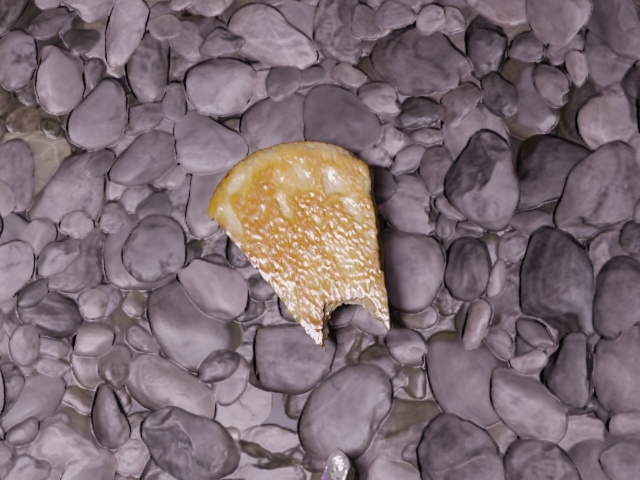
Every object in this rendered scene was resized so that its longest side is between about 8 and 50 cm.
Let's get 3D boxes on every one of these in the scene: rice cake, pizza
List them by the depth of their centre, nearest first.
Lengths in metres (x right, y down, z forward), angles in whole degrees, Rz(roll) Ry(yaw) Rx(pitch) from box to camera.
[{"bbox_3d":[-0.002,0.315,1.541,0.036,0.047,0.207,15,79,0],"label":"rice cake"},{"bbox_3d":[0.000,0.000,1.636,0.181,0.034,0.262,-33,69,2],"label":"pizza"}]
